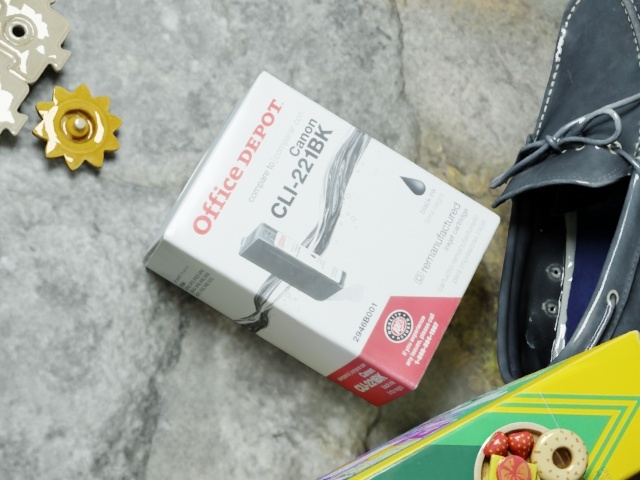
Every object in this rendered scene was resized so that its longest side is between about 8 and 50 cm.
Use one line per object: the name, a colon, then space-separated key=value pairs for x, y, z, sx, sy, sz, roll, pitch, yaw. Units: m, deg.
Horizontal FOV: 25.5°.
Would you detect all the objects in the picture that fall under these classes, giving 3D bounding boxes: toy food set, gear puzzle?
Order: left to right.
gear puzzle: x=-0.332 y=-0.180 z=1.332 sx=0.339 sy=0.044 sz=0.175 roll=32 pitch=67 yaw=-9
toy food set: x=0.147 y=0.169 z=0.991 sx=0.083 sy=0.020 sz=0.083 roll=15 pitch=72 yaw=-13

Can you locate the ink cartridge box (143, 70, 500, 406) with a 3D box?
ink cartridge box: x=0.000 y=0.000 z=1.337 sx=0.272 sy=0.114 sz=0.197 roll=31 pitch=69 yaw=-5

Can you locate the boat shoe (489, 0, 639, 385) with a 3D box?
boat shoe: x=0.263 y=-0.055 z=1.380 sx=0.156 sy=0.186 sz=0.500 roll=20 pitch=68 yaw=-32

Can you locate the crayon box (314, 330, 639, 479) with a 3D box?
crayon box: x=0.081 y=0.216 z=1.167 sx=0.313 sy=0.363 sz=0.106 roll=-24 pitch=83 yaw=-21
